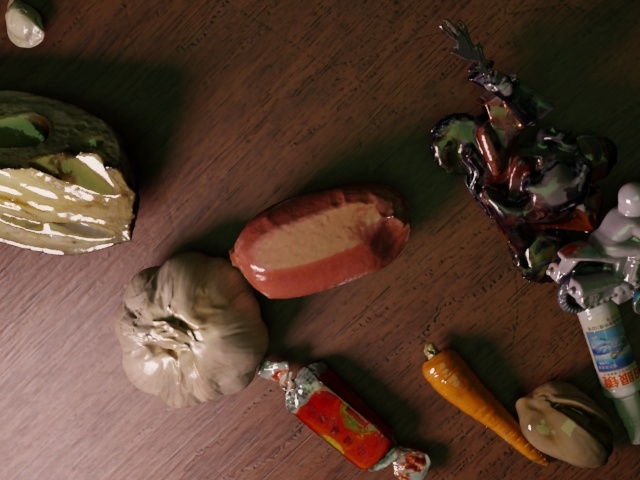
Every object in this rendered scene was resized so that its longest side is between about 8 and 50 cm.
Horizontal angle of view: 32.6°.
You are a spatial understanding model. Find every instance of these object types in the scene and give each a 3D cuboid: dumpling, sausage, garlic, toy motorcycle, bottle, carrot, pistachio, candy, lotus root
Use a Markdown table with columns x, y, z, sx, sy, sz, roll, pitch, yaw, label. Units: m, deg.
| x | y | z | sx | sy | sz | roll | pitch | yaw | label |
| --- | --- | --- | --- | --- | --- | --- | --- | --- | --- |
| -0.421 | -0.303 | 1.541 | 0.077 | 0.043 | 0.059 | 40 | 122 | -5 | dumpling |
| 0.000 | 0.000 | 1.502 | 0.255 | 0.148 | 0.148 | -14 | 98 | 0 | sausage |
| -0.184 | 0.127 | 1.533 | 0.228 | 0.152 | 0.227 | 0 | 98 | -2 | garlic |
| 0.258 | -0.133 | 1.449 | 0.207 | 0.134 | 0.401 | -37 | 108 | 9 | toy motorcycle |
| 0.417 | 0.183 | 1.538 | 0.060 | 0.060 | 0.217 | -18 | 98 | 8 | bottle |
| 0.235 | 0.244 | 1.565 | 0.061 | 0.061 | 0.256 | -43 | 96 | 10 | carrot |
| 0.346 | 0.262 | 1.536 | 0.149 | 0.113 | 0.113 | 41 | 100 | -9 | pistachio |
| 0.033 | 0.257 | 1.581 | 0.292 | 0.059 | 0.086 | 40 | 103 | -2 | candy |
| -0.399 | -0.099 | 1.532 | 0.314 | 0.142 | 0.210 | 13 | 137 | -2 | lotus root |
| 0.421 | -0.007 | 1.457 | 0.260 | 0.110 | 0.170 | -25 | 126 | -11 | toy motorcycle |
